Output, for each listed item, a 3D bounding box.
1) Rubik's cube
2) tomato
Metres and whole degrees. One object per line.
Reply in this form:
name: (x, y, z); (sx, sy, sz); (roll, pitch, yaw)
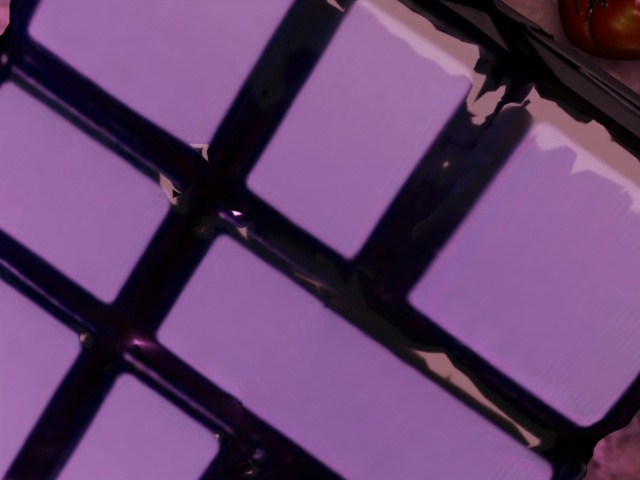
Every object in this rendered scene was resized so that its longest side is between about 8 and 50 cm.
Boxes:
Rubik's cube: (0.000, 0.000, 0.521); (0.293, 0.288, 0.283); (34, 109, 7)
tomato: (0.185, -0.146, 0.622); (0.075, 0.087, 0.087); (4, 93, -29)
